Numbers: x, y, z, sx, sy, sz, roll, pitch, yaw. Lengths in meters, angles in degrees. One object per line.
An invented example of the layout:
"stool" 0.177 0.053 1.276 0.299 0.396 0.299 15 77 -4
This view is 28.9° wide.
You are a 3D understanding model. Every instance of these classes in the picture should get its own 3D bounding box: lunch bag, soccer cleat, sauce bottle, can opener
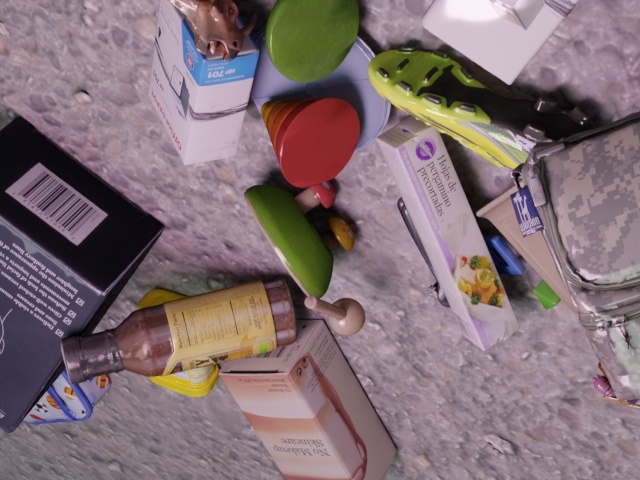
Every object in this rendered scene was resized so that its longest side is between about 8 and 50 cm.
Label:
"lunch bag" -0.542 0.207 2.305 0.243 0.115 0.303 -7 126 37
"soccer cleat" 0.183 -0.137 1.464 0.289 0.093 0.121 24 147 14
"sauce bottle" -0.210 0.141 1.856 0.344 0.111 0.111 -12 134 -8
"lunch bag" 0.368 -0.019 1.207 0.305 0.212 0.256 -21 99 23
"can opener" 0.154 0.017 1.678 0.186 0.073 0.059 56 175 -19

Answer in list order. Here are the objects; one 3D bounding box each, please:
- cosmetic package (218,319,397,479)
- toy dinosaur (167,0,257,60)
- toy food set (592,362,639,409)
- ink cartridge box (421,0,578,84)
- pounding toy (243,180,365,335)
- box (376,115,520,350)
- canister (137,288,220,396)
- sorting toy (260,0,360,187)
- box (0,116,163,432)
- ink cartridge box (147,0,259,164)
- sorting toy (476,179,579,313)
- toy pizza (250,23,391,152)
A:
"cosmetic package" -0.017 0.277 1.988 0.153 0.129 0.296 -6 126 38
"toy dinosaur" -0.149 -0.374 1.432 0.200 0.127 0.295 4 117 -26
"toy food set" 0.407 0.189 1.688 0.078 0.019 0.122 12 135 26
"ink cartridge box" 0.230 -0.311 1.172 0.115 0.198 0.273 34 141 -1
"pounding toy" 0.000 0.000 1.706 0.237 0.110 0.183 58 -176 27
"box" 0.167 -0.005 1.596 0.324 0.063 0.067 64 167 -25
"canister" -0.239 0.171 2.084 0.126 0.073 0.170 17 136 20
"sorting toy" -0.038 -0.246 1.486 0.126 0.127 0.365 36 139 43
"box" -0.487 0.061 1.977 0.293 0.212 0.395 38 127 -3
"ink cartridge box" -0.153 -0.212 1.587 0.139 0.082 0.190 60 149 30
"sorting toy" 0.296 0.002 1.502 0.196 0.047 0.348 44 164 -1
"toy pizza" -0.001 -0.198 1.571 0.201 0.032 0.201 16 131 19
